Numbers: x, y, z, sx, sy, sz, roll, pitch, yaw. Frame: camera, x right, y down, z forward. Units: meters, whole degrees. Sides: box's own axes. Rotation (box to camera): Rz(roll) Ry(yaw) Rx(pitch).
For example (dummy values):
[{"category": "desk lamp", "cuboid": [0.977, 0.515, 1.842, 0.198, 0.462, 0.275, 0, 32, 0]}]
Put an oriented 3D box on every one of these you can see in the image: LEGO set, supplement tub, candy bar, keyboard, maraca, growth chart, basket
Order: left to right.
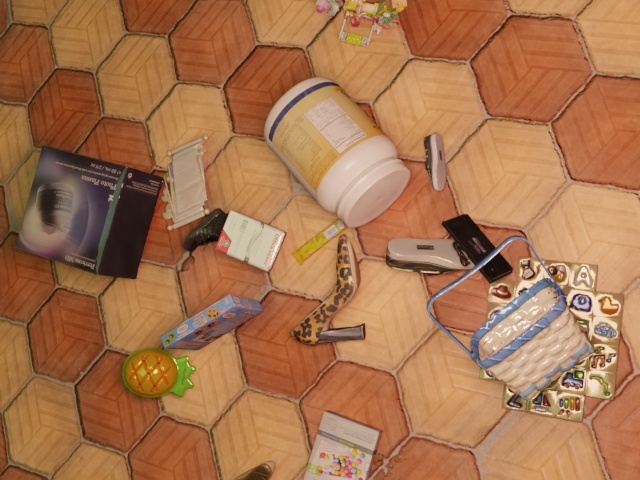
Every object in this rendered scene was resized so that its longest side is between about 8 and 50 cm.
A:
[{"category": "maraca", "cuboid": [-0.416, 0.342, 1.959, 0.186, 0.099, 0.127, 7, 86, -4]}, {"category": "growth chart", "cuboid": [-0.363, -0.153, 2.041, 0.172, 0.021, 0.237, -12, 77, 32]}, {"category": "candy bar", "cuboid": [0.000, 0.000, 1.893, 0.161, 0.018, 0.040, -38, 74, 11]}, {"category": "supplement tub", "cuboid": [0.039, -0.207, 1.798, 0.228, 0.228, 0.316, -44, 70, 9]}, {"category": "LEGO set", "cuboid": [0.116, -0.542, 1.875, 0.287, 0.132, 0.107, 21, 95, 44]}, {"category": "keyboard", "cuboid": [0.344, 0.020, 1.722, 0.180, 0.108, 0.023, 54, 144, 24]}, {"category": "basket", "cuboid": [0.398, 0.167, 1.587, 0.255, 0.201, 0.289, -38, 102, 11]}]

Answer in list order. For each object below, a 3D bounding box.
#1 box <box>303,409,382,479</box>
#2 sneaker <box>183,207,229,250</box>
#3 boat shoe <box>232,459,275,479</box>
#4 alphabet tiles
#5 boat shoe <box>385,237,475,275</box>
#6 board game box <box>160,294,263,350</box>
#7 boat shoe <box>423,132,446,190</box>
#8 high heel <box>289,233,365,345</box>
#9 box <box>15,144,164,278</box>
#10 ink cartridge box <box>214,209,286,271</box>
[{"category": "box", "cuboid": [0.050, 0.511, 1.781, 0.145, 0.038, 0.186, 17, 89, 23]}, {"category": "sneaker", "cuboid": [-0.274, -0.018, 1.981, 0.170, 0.051, 0.089, -47, 66, 0]}, {"category": "boat shoe", "cuboid": [-0.173, 0.587, 1.856, 0.153, 0.048, 0.056, -42, 82, 17]}, {"category": "alphabet tiles", "cuboid": [0.504, 0.212, 1.671, 0.285, 0.011, 0.342, 6, 84, 22]}, {"category": "boat shoe", "cuboid": [0.261, 0.042, 1.758, 0.220, 0.070, 0.077, 7, 45, 4]}, {"category": "board game box", "cuboid": [-0.266, 0.207, 1.885, 0.212, 0.160, 0.039, -30, 71, 14]}, {"category": "boat shoe", "cuboid": [0.270, -0.184, 1.808, 0.040, 0.049, 0.142, -10, 76, 39]}, {"category": "high heel", "cuboid": [0.003, 0.121, 1.828, 0.186, 0.093, 0.261, -6, 88, 14]}, {"category": "box", "cuboid": [-0.622, -0.074, 2.051, 0.297, 0.183, 0.293, 15, 90, 23]}, {"category": "ink cartridge box", "cuboid": [-0.173, 0.001, 1.914, 0.151, 0.063, 0.109, 23, 90, 4]}]
